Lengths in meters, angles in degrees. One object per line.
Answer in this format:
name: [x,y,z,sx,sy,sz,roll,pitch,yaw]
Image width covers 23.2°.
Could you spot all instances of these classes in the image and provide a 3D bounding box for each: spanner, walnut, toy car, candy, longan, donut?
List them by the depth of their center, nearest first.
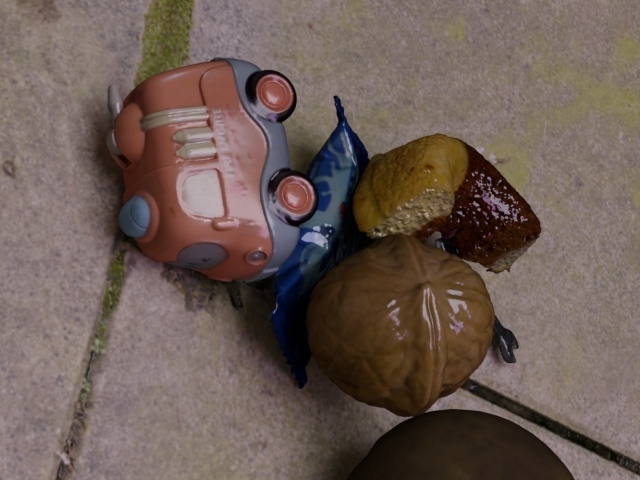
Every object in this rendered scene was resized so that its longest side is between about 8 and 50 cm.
toy car: [-0.143,-0.080,1.836,0.212,0.180,0.270,-7,79,-28]
walnut: [0.095,0.097,1.838,0.228,0.228,0.228,13,69,-35]
longan: [0.174,0.358,1.858,0.319,0.319,0.318,13,69,-35]
candy: [0.000,0.000,1.947,0.187,0.077,0.331,68,38,-54]
donut: [0.167,-0.065,1.991,0.295,0.112,0.151,17,50,-45]
spanner: [0.214,0.076,2.108,0.254,0.015,0.054,55,31,-35]

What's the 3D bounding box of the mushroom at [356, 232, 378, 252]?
mushroom: [0.100,-0.002,2.049,0.099,0.096,0.278,46,44,-32]
